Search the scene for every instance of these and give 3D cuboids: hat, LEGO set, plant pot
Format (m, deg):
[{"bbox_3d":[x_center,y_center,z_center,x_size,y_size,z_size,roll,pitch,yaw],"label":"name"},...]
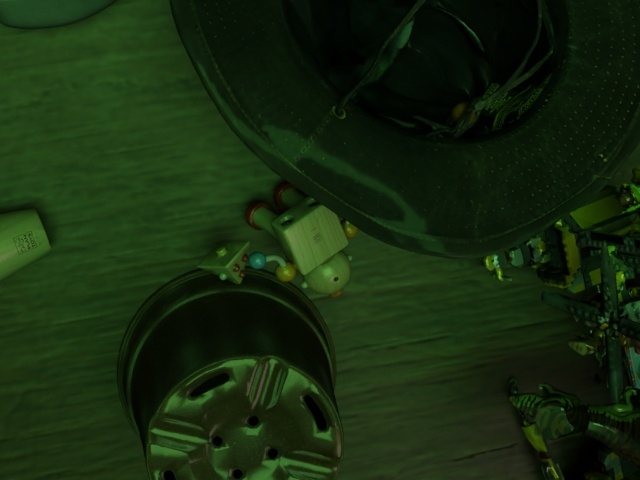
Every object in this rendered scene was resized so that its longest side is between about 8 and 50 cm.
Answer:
[{"bbox_3d":[0.055,-0.148,0.763,0.331,0.134,0.331,1,86,-15],"label":"hat"},{"bbox_3d":[0.192,0.124,0.787,0.192,0.255,0.331,-20,111,-21],"label":"LEGO set"},{"bbox_3d":[-0.058,0.116,0.790,0.167,0.165,0.167,-2,102,-8],"label":"plant pot"}]

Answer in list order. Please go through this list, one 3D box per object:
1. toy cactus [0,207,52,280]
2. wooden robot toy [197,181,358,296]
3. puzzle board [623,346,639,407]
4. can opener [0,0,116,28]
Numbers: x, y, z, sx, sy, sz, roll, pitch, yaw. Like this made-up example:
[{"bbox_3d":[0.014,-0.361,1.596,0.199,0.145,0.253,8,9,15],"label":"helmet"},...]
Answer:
[{"bbox_3d":[-0.275,0.021,0.780,0.180,0.112,0.219,-22,95,-14],"label":"toy cactus"},{"bbox_3d":[0.000,0.000,0.827,0.173,0.076,0.079,-34,119,-15],"label":"wooden robot toy"},{"bbox_3d":[0.286,0.069,0.913,0.096,0.011,0.128,-16,104,-5],"label":"puzzle board"},{"bbox_3d":[-0.102,-0.232,0.775,0.283,0.076,0.095,-24,136,-4],"label":"can opener"}]
